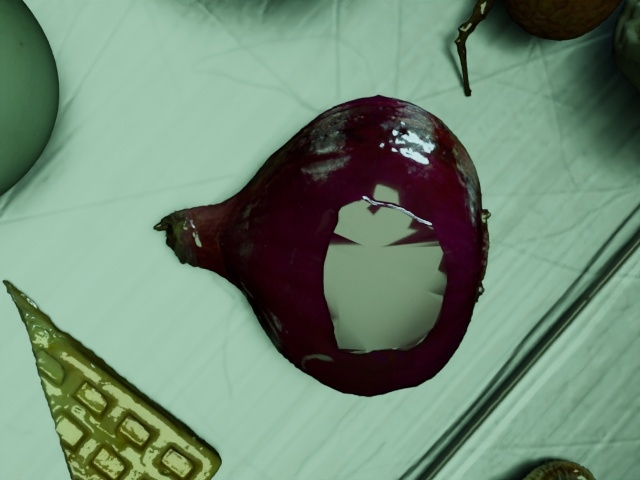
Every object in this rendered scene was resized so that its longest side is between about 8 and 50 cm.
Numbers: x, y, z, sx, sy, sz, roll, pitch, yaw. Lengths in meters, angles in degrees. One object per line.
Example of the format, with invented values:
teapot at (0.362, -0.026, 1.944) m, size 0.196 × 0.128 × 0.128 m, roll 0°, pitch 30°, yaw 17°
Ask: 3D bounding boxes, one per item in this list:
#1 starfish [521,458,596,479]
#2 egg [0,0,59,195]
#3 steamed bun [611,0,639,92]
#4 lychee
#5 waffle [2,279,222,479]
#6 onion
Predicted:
starfish at (0.113, 0.244, 1.046) m, size 0.216 × 0.071 × 0.238 m, roll 44°, pitch 61°, yaw -11°
egg at (-0.290, -0.100, 0.952) m, size 0.264 × 0.183 × 0.183 m, roll 10°, pitch 89°, yaw -1°
steamed bun at (0.367, -0.175, 0.988) m, size 0.219 × 0.310 × 0.324 m, roll 35°, pitch 73°, yaw -18°
lychee at (0.150, -0.178, 1.046) m, size 0.140 × 0.101 × 0.114 m, roll -25°, pitch 96°, yaw -9°
waffle at (-0.171, 0.132, 1.046) m, size 0.191 × 0.032 × 0.125 m, roll 37°, pitch 88°, yaw -4°
onion at (0.000, 0.000, 1.020) m, size 0.218 × 0.140 × 0.195 m, roll 6°, pitch 96°, yaw -4°
